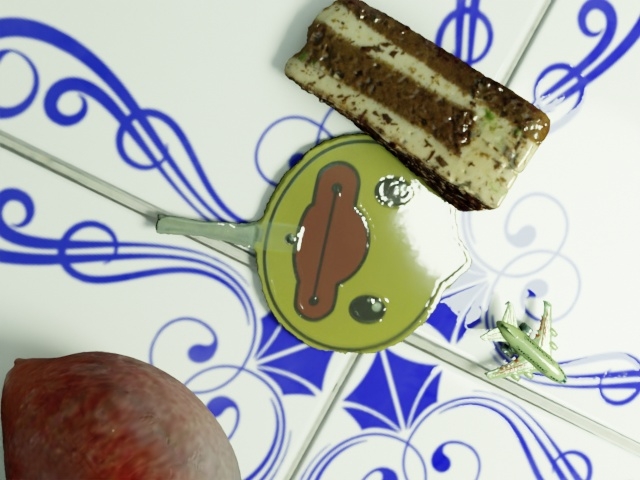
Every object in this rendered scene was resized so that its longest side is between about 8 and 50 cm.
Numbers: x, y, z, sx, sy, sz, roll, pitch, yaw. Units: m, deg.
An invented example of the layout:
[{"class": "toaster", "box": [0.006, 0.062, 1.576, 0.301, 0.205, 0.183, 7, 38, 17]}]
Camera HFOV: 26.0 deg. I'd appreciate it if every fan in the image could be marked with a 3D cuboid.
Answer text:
[{"class": "fan", "box": [0.000, 0.000, 1.386, 0.335, 0.011, 0.229, 8, 101, -20]}]

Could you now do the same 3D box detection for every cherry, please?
[{"class": "cherry", "box": [-0.181, 0.204, 1.271, 0.206, 0.239, 0.239, -13, 108, 12]}]

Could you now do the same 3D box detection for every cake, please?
[{"class": "cake", "box": [0.101, -0.130, 1.313, 0.246, 0.135, 0.112, 37, 86, -20]}]

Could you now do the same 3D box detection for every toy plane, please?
[{"class": "toy plane", "box": [0.220, 0.115, 1.463, 0.111, 0.040, 0.102, 41, 91, -22]}]
